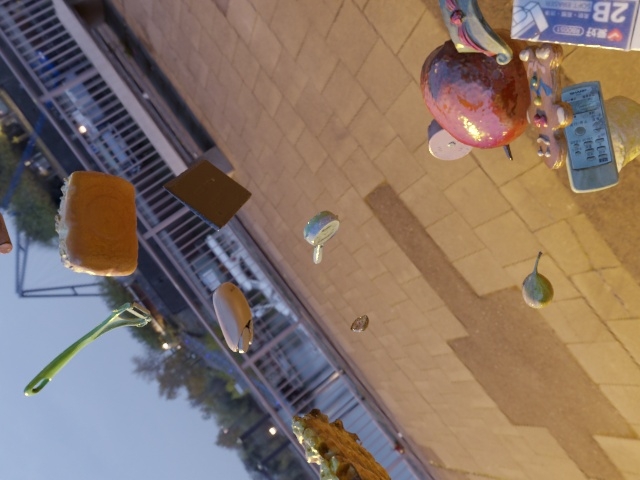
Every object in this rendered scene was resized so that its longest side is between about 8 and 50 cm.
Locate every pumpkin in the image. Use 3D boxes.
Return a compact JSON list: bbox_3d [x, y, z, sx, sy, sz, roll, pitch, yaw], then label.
[{"bbox_3d":[0.118,0.242,1.680,0.028,0.050,0.083,34,158,-18],"label":"pumpkin"}]

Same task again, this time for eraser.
[{"bbox_3d":[0.368,-0.325,0.777,0.210,0.068,0.124,18,136,29],"label":"eraser"}]

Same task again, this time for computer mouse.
[{"bbox_3d":[-0.282,0.252,1.952,0.145,0.082,0.237,-52,-55,-74],"label":"computer mouse"}]

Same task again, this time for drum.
[{"bbox_3d":[-0.015,0.008,1.839,0.049,0.130,0.253,46,140,22],"label":"drum"}]

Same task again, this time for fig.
[{"bbox_3d":[0.610,0.109,1.675,0.093,0.093,0.166,3,111,69],"label":"fig"}]

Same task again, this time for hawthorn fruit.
[{"bbox_3d":[0.421,-0.360,1.495,0.369,0.284,0.284,55,164,-22],"label":"hawthorn fruit"}]

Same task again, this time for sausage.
[{"bbox_3d":[-0.569,-0.018,1.042,0.116,0.026,0.026,47,163,41],"label":"sausage"}]

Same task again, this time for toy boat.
[{"bbox_3d":[0.223,-0.342,0.877,0.071,0.089,0.185,-19,102,29],"label":"toy boat"}]

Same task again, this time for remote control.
[{"bbox_3d":[0.570,-0.221,1.262,0.038,0.098,0.234,-13,-89,-75],"label":"remote control"}]

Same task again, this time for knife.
[{"bbox_3d":[-0.283,0.130,0.708,0.023,0.166,0.078,51,172,25],"label":"knife"}]

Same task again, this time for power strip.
[{"bbox_3d":[0.427,-0.337,1.915,0.154,0.154,0.078,74,-166,-50],"label":"power strip"}]

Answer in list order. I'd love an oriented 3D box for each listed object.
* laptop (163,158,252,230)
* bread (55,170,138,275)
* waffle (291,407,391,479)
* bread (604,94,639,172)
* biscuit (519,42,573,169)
[{"bbox_3d":[-0.218,-0.098,1.166,0.135,0.016,0.197,38,-155,-6],"label":"laptop"},{"bbox_3d":[-0.502,-0.032,1.326,0.121,0.174,0.246,-30,61,46],"label":"bread"},{"bbox_3d":[0.069,0.403,1.006,0.307,0.060,0.312,45,177,7],"label":"waffle"},{"bbox_3d":[0.761,-0.274,1.544,0.197,0.170,0.197,61,179,1],"label":"bread"},{"bbox_3d":[0.365,-0.215,0.954,0.138,0.031,0.205,-110,7,-75],"label":"biscuit"}]
